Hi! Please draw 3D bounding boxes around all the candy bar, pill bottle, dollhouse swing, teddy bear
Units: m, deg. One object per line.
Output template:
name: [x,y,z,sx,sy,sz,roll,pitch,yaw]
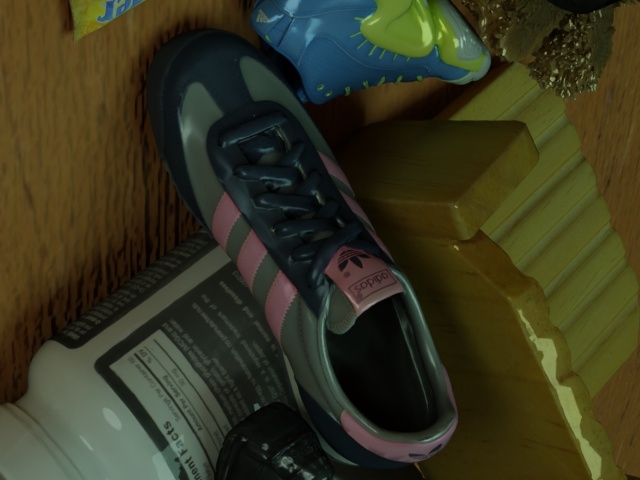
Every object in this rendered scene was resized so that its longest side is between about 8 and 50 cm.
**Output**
candy bar: [-0.091,-0.174,0.956,0.161,0.018,0.040,-34,146,-25]
pill bottle: [-0.105,0.105,1.098,0.278,0.162,0.162,-37,147,-22]
dollhouse swing: [0.199,0.040,1.200,0.305,0.315,0.347,-33,109,-24]
teddy bear: [0.210,-0.240,1.194,0.338,0.113,0.245,-36,139,-28]

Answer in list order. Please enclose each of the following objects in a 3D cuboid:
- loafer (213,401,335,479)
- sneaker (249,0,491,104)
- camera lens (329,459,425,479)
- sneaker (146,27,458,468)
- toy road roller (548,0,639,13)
loafer: [-0.037,0.204,1.061,0.076,0.078,0.223,-29,148,-34]
sneaker: [0.027,-0.146,1.099,0.126,0.091,0.240,-41,147,12]
camera lens: [-0.064,0.268,1.271,0.274,0.219,0.219,-57,150,10]
sneaker: [0.000,0.000,0.993,0.112,0.319,0.131,-32,-172,-22]
toy road roller: [0.297,-0.251,0.962,0.202,0.240,0.329,-25,142,-38]
